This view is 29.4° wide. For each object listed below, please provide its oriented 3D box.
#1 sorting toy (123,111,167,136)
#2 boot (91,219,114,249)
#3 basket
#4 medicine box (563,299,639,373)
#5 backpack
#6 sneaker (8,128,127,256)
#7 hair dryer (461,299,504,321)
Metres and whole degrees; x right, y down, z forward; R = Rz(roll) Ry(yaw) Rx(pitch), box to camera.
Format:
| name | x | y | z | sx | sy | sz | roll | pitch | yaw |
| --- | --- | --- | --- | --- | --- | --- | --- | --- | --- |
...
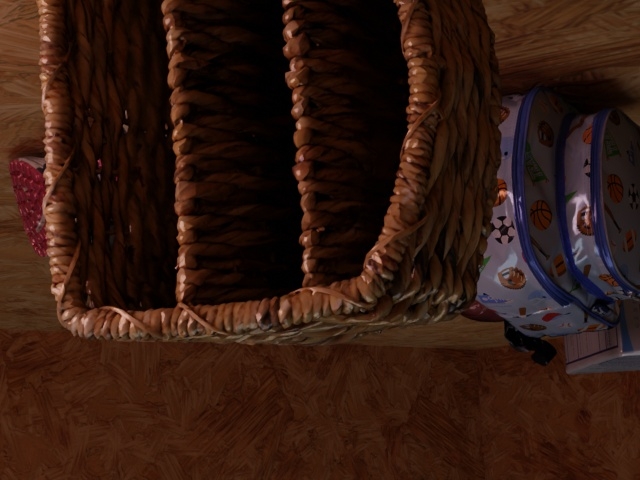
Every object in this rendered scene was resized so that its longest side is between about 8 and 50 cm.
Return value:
| name | x | y | z | sx | sy | sz | roll | pitch | yaw |
| --- | --- | --- | --- | --- | --- | --- | --- | --- | --- |
| sorting toy | -0.037 | -0.044 | 1.236 | 0.229 | 0.041 | 0.307 | -10 | 126 | 36 |
| boot | -0.238 | -0.018 | 1.632 | 0.229 | 0.091 | 0.263 | -6 | 171 | 11 |
| basket | -0.027 | -0.087 | 0.764 | 0.213 | 0.299 | 0.223 | -12 | 166 | 40 |
| medicine box | 0.406 | 0.029 | 1.577 | 0.149 | 0.263 | 0.289 | -3 | 170 | -3 |
| backpack | 0.233 | -0.032 | 1.276 | 0.213 | 0.276 | 0.263 | -17 | 156 | 37 |
| sneaker | -0.264 | -0.056 | 1.378 | 0.112 | 0.120 | 0.299 | -20 | -174 | -34 |
| hair dryer | 0.155 | 0.062 | 1.584 | 0.294 | 0.080 | 0.223 | 5 | 177 | -14 |
